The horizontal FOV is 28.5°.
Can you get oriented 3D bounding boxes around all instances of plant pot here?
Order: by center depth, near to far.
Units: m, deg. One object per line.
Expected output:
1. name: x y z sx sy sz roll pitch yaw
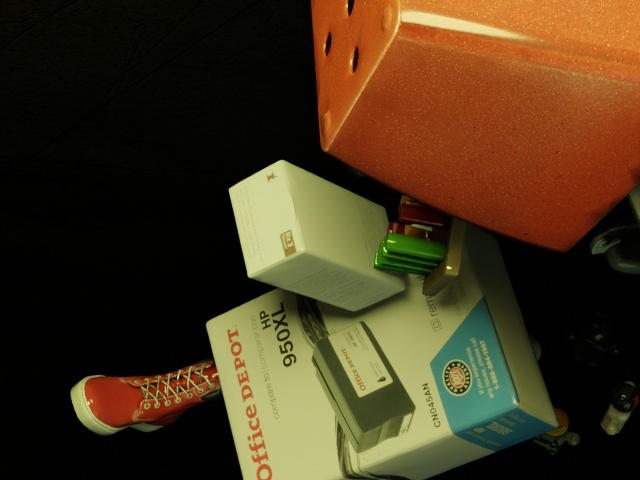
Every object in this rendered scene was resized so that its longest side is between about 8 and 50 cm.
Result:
1. plant pot: 0.131 -0.172 1.009 0.235 0.267 0.267 5 151 -17

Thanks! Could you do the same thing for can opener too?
1. can opener: 0.515 -0.007 1.815 0.280 0.093 0.074 -12 156 -21

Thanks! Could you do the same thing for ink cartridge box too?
1. ink cartridge box: 0.073 0.175 1.677 0.395 0.285 0.166 -26 153 20

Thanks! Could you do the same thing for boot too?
1. boot: -0.235 0.214 1.826 0.176 0.088 0.244 -25 163 18

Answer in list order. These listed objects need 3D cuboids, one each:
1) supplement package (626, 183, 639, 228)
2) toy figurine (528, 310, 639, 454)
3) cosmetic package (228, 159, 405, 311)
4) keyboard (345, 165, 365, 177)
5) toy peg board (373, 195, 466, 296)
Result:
1. supplement package: 0.503 -0.086 1.563 0.244 0.134 0.139 -22 156 13
2. toy figurine: 0.431 0.244 2.159 0.213 0.209 0.148 -14 151 -6
3. cosmetic package: 0.000 0.000 1.457 0.085 0.117 0.231 -26 153 27
4. keyboard: 0.113 -0.111 1.383 0.192 0.038 0.100 -25 155 18
5. toy peg board: 0.113 -0.033 1.399 0.079 0.161 0.161 10 169 -3
